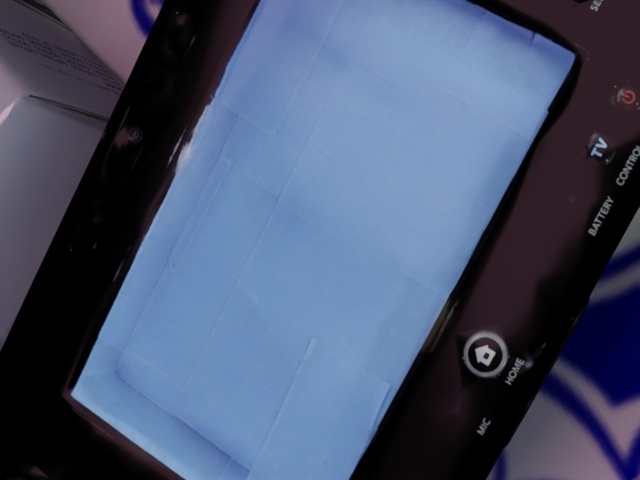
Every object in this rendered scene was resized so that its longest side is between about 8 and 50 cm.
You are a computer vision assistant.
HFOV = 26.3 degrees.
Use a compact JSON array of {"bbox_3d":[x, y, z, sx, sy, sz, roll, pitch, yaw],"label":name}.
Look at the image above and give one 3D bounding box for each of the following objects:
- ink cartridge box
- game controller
[{"bbox_3d":[-0.197,-0.048,0.597,0.237,0.100,0.172,44,104,31],"label":"ink cartridge box"},{"bbox_3d":[0.000,0.000,0.433,0.166,0.067,0.319,34,104,29],"label":"game controller"}]
